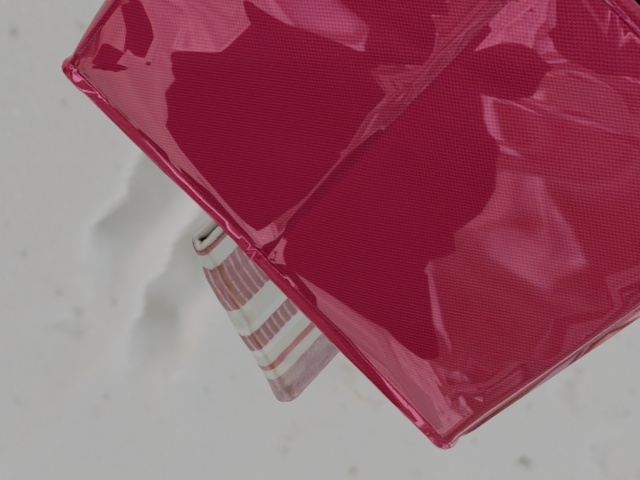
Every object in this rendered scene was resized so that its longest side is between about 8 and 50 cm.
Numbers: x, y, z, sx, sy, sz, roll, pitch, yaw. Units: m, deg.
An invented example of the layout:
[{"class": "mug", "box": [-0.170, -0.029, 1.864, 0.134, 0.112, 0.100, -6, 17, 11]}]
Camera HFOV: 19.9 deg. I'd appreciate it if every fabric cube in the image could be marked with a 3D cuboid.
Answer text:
[{"class": "fabric cube", "box": [0.093, -0.112, 0.799, 0.254, 0.259, 0.258, -46, -179, -41]}]

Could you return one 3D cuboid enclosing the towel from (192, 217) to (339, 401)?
[{"class": "towel", "box": [0.000, 0.000, 1.719, 0.237, 0.037, 0.329, -47, 151, -13]}]
